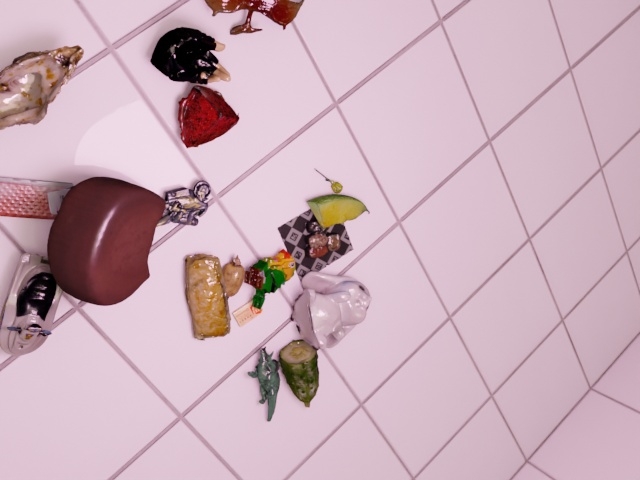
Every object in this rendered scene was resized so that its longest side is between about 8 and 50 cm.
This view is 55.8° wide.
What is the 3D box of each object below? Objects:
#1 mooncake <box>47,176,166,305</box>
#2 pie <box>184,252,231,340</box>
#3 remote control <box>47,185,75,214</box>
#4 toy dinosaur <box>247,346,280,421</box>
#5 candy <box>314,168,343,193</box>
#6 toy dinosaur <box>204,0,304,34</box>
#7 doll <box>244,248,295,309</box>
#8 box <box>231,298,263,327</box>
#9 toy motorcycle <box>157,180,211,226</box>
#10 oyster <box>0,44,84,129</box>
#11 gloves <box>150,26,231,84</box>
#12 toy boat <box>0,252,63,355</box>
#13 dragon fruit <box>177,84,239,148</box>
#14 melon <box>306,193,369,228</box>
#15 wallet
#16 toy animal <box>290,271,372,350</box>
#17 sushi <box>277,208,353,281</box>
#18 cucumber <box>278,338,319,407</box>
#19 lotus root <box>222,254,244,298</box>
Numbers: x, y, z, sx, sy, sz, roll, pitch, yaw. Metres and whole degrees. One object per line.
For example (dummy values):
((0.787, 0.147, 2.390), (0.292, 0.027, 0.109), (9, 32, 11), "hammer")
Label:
((-0.548, -0.012, 1.573), (0.334, 0.174, 0.326), (-53, 153, -46), "mooncake")
((-0.342, 0.178, 1.827), (0.128, 0.068, 0.283), (-6, 111, -5), "pie")
((-0.633, -0.117, 1.598), (0.166, 0.029, 0.065), (-20, 116, -41), "remote control")
((-0.178, 0.489, 2.000), (0.120, 0.079, 0.292), (-21, 114, -63), "toy dinosaur")
((0.024, -0.197, 1.983), (0.123, 0.035, 0.035), (37, 100, -25), "candy")
((-0.184, -0.690, 1.703), (0.327, 0.113, 0.207), (-19, 138, -14), "toy dinosaur")
((-0.154, 0.111, 1.911), (0.186, 0.106, 0.135), (-38, 129, -35), "doll")
((-0.234, 0.231, 1.948), (0.093, 0.015, 0.058), (-33, 115, -19), "box")
((-0.395, -0.091, 1.744), (0.193, 0.061, 0.124), (-25, 116, -25), "toy motorcycle")
((-0.721, -0.366, 1.452), (0.341, 0.110, 0.166), (-48, 116, -8), "oyster")
((-0.335, -0.486, 1.643), (0.203, 0.124, 0.164), (29, 96, -47), "gloves")
((-0.742, 0.171, 1.567), (0.140, 0.140, 0.270), (17, 79, -33), "toy boat")
((-0.331, -0.343, 1.713), (0.161, 0.121, 0.127), (-42, 166, 14), "dragon fruit")
((0.073, -0.099, 2.001), (0.261, 0.053, 0.114), (-5, 91, -39), "melon")
((-0.745, -0.107, 1.556), (0.196, 0.020, 0.103), (3, 101, -32), "wallet")
((0.036, 0.237, 2.022), (0.289, 0.174, 0.249), (10, 86, -31), "toy animal")
((0.000, 0.000, 2.007), (0.231, 0.047, 0.220), (-31, 116, -20), "sushi")
((-0.058, 0.466, 2.052), (0.134, 0.134, 0.245), (-20, 119, -25), "cucumber")
((-0.272, 0.115, 1.869), (0.072, 0.063, 0.152), (11, 101, -22), "lotus root")
